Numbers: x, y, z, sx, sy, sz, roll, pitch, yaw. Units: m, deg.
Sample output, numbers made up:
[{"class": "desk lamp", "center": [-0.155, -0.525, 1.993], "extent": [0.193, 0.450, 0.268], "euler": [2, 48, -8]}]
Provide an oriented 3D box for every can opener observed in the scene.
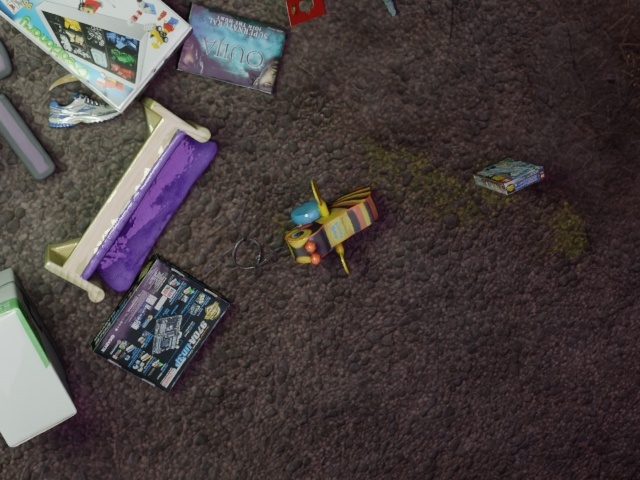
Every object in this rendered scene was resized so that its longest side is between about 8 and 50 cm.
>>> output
[{"class": "can opener", "center": [-0.539, -0.235, 1.504], "extent": [0.093, 0.074, 0.280], "euler": [-31, 111, -10]}]

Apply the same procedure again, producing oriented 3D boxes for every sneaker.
[{"class": "sneaker", "center": [-0.419, -0.237, 1.558], "extent": [0.135, 0.052, 0.058], "euler": [-11, 102, -16]}]

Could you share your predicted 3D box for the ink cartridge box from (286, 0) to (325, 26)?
[{"class": "ink cartridge box", "center": [-0.022, -0.516, 1.559], "extent": [0.066, 0.189, 0.232], "euler": [-9, 107, 25]}]

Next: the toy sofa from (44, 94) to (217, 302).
[{"class": "toy sofa", "center": [-0.330, -0.068, 1.576], "extent": [0.177, 0.150, 0.363], "euler": [34, 91, -22]}]

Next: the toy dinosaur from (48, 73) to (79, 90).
[{"class": "toy dinosaur", "center": [-0.392, -0.309, 1.548], "extent": [0.183, 0.053, 0.093], "euler": [-9, 107, -17]}]

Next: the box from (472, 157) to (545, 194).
[{"class": "box", "center": [0.389, -0.134, 1.812], "extent": [0.094, 0.137, 0.027], "euler": [-23, 109, -12]}]

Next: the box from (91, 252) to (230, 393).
[{"class": "box", "center": [-0.309, 0.162, 1.693], "extent": [0.175, 0.051, 0.220], "euler": [34, 90, -23]}]

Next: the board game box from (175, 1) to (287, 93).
[{"class": "board game box", "center": [-0.166, -0.356, 1.628], "extent": [0.186, 0.026, 0.126], "euler": [11, 99, -21]}]

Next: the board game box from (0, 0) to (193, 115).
[{"class": "board game box", "center": [-0.395, -0.384, 1.482], "extent": [0.305, 0.053, 0.193], "euler": [40, 89, -5]}]

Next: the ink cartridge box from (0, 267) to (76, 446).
[{"class": "ink cartridge box", "center": [-0.530, 0.187, 1.497], "extent": [0.121, 0.289, 0.211], "euler": [-28, 111, -14]}]

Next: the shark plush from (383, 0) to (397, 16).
[{"class": "shark plush", "center": [0.093, -0.499, 1.684], "extent": [0.067, 0.073, 0.161], "euler": [-38, 135, 14]}]

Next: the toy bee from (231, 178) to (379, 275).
[{"class": "toy bee", "center": [0.000, 0.000, 1.701], "extent": [0.298, 0.162, 0.195], "euler": [-47, 114, -3]}]
